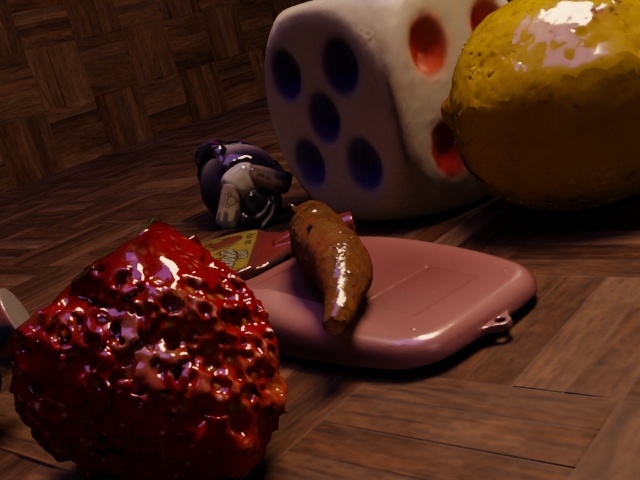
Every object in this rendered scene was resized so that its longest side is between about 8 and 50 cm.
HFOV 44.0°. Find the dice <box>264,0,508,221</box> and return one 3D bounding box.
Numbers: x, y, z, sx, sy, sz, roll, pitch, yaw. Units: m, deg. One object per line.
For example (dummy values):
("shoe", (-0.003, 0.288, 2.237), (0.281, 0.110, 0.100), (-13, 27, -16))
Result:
("dice", (0.105, -0.209, 1.128), (0.277, 0.304, 0.304), (-24, 18, -33))

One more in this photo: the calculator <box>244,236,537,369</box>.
("calculator", (0.048, 0.050, 0.768), (0.220, 0.048, 0.329), (-25, 21, -37))

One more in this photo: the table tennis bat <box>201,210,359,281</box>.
("table tennis bat", (-0.103, 0.025, 1.022), (0.310, 0.038, 0.200), (-17, 16, 4))

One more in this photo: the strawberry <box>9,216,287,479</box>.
("strawberry", (-0.113, 0.093, 0.576), (0.201, 0.184, 0.187), (35, 16, 21))

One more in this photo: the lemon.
("lemon", (0.290, -0.162, 0.892), (0.310, 0.258, 0.258), (-16, 14, 22))

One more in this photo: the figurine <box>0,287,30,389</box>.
("figurine", (-0.385, 0.128, 0.689), (0.275, 0.158, 0.161), (-25, 28, -30))

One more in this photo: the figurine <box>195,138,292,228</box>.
("figurine", (-0.139, -0.095, 1.281), (0.145, 0.145, 0.222), (-18, 17, -12))

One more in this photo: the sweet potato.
("sweet potato", (0.000, 0.000, 0.769), (0.066, 0.072, 0.314), (-27, 23, -1))
